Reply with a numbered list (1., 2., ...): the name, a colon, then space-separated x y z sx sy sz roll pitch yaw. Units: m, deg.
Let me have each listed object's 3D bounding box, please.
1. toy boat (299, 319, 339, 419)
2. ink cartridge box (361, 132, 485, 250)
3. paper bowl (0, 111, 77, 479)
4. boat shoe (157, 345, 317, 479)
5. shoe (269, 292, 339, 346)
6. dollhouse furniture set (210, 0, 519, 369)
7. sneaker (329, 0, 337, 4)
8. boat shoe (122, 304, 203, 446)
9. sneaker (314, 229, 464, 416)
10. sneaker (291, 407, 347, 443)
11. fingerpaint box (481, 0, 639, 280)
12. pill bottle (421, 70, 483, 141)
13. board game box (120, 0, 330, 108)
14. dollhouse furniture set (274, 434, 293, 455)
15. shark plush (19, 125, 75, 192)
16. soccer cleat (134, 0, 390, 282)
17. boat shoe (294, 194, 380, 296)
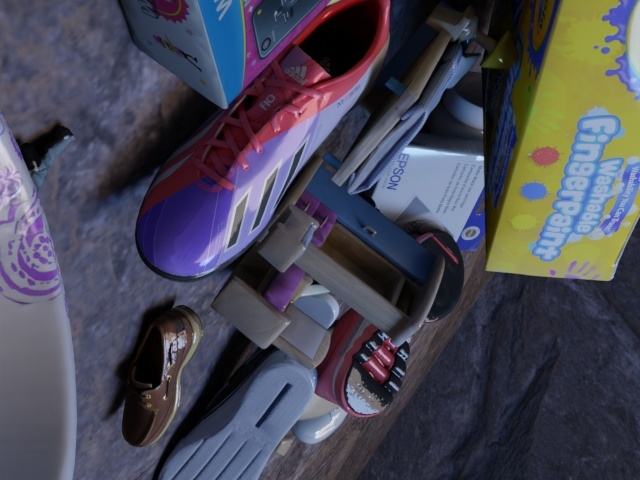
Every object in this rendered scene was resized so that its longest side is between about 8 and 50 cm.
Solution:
1. toy boat: 0.029 0.147 1.376 0.318 0.148 0.267 -49 158 8
2. ink cartridge box: 0.171 -0.055 1.255 0.224 0.045 0.223 4 134 -15
3. paper bowl: -0.225 0.042 0.373 0.148 0.284 0.284 -11 158 3
4. boat shoe: -0.109 0.265 1.230 0.335 0.121 0.119 -47 -170 22
5. shoe: -0.025 0.087 1.142 0.178 0.063 0.081 -27 -168 47
6. dollhouse furniture set: 0.092 -0.040 0.847 0.303 0.198 0.286 -48 -172 38
7. sneaker: 0.045 -0.264 0.735 0.208 0.081 0.094 -49 164 -15
8. boat shoe: -0.188 0.153 0.942 0.060 0.064 0.177 -10 127 -58
9. sneaker: 0.085 0.102 1.220 0.116 0.136 0.313 50 62 -25
10. sneaker: 0.030 0.233 1.579 0.290 0.106 0.123 -56 161 -30
11. fingerpaint box: 0.288 -0.233 0.953 0.444 0.163 0.371 91 5 -53
12. pill bottle: 0.208 -0.137 1.300 0.121 0.121 0.221 -36 155 -44
13. board game box: -0.013 -0.268 0.560 0.303 0.098 0.224 -48 161 -16
14. dollhouse furniture set: -0.100 0.308 1.354 0.091 0.114 0.081 -59 166 7
15. shark plush: -0.231 -0.017 0.588 0.067 0.073 0.161 132 -22 -72
16. soccer cleat: -0.045 -0.102 0.736 0.318 0.109 0.116 -50 175 -25
17. boat shoe: 0.004 0.000 1.073 0.340 0.127 0.113 -17 100 -59
